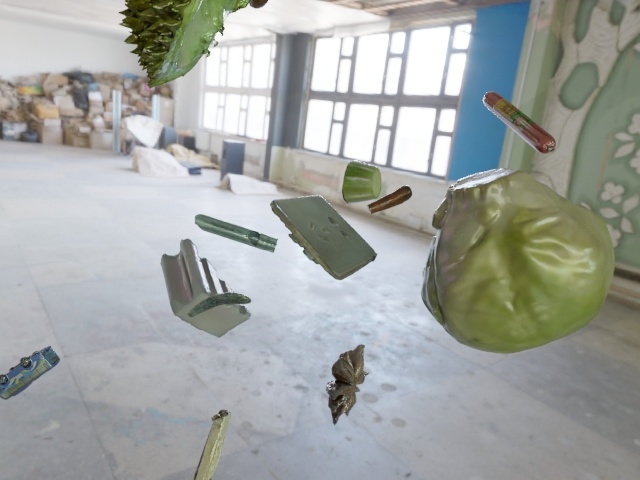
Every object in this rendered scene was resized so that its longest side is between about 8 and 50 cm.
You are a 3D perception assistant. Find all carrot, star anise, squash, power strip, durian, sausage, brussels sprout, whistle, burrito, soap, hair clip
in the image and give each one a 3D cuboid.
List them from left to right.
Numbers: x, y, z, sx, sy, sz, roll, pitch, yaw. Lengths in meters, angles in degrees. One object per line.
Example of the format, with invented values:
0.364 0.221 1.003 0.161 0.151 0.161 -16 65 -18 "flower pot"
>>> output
-0.410 0.170 1.732 0.258 0.159 0.302 39 14 -42 "soap"
-0.237 0.465 1.068 0.045 0.185 0.041 10 -15 29 "burrito"
-0.170 -0.427 0.806 0.163 0.394 0.198 20 -24 36 "durian"
-0.277 0.169 1.319 0.229 0.036 0.066 -19 -32 32 "hair clip"
-0.309 -0.028 1.787 0.312 0.062 0.062 18 14 -6 "whistle"
0.000 0.000 0.981 0.198 0.064 0.213 49 27 13 "power strip"
0.057 0.329 1.151 0.065 0.195 0.182 17 -27 27 "star anise"
0.161 -0.223 1.879 0.123 0.170 0.170 4 12 26 "squash"
0.138 -0.079 0.963 0.093 0.032 0.032 -25 17 0 "carrot"
0.305 0.035 0.772 0.274 0.316 0.242 7 29 9 "brussels sprout"
0.308 -0.190 0.772 0.029 0.029 0.223 4 35 -13 "sausage"

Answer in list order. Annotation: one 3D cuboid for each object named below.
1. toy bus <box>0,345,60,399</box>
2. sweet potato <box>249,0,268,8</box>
-0.662 0.296 1.097 0.153 0.061 0.051 -35 7 6 "toy bus"
-0.152 -0.819 1.348 0.092 0.341 0.114 19 26 1 "sweet potato"
